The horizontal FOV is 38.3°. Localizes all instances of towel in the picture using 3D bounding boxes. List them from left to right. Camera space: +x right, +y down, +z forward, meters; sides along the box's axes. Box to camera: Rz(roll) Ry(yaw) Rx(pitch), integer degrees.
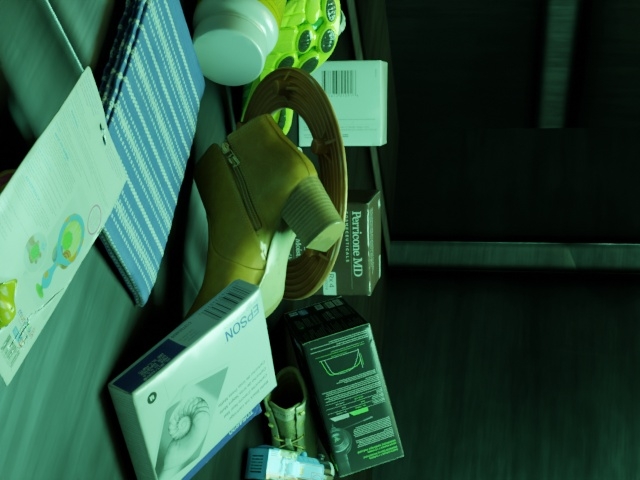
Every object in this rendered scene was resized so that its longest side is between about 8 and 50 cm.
[{"bbox_3d":[-0.201,-0.128,1.044,0.243,0.040,0.336,77,19,-58],"label":"towel"}]

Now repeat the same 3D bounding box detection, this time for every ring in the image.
[{"bbox_3d":[-0.059,-0.080,1.324,0.336,0.032,0.336,13,-75,60],"label":"ring"}]

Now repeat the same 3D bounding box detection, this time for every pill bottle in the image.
[{"bbox_3d":[-0.110,-0.319,1.267,0.119,0.119,0.208,78,16,-51],"label":"pill bottle"}]

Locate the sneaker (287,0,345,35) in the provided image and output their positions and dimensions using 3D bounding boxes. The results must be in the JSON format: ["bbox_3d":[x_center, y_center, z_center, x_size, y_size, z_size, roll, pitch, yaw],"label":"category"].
[{"bbox_3d":[-0.018,-0.444,1.837,0.275,0.107,0.110,-74,152,-56],"label":"sneaker"}]

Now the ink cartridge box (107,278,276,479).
[{"bbox_3d":[-0.138,0.195,1.099,0.223,0.045,0.224,-41,137,-40],"label":"ink cartridge box"}]

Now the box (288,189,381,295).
[{"bbox_3d":[0.000,0.000,1.662,0.167,0.203,0.168,-45,135,-75],"label":"box"}]

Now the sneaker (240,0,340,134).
[{"bbox_3d":[-0.064,-0.284,1.432,0.295,0.109,0.123,124,-35,-44],"label":"sneaker"}]

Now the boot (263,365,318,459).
[{"bbox_3d":[-0.056,0.383,1.678,0.262,0.095,0.203,-80,167,-49],"label":"boot"}]

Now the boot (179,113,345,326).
[{"bbox_3d":[-0.121,-0.009,1.217,0.211,0.295,0.104,53,13,26],"label":"boot"}]

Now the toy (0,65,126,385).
[{"bbox_3d":[-0.239,-0.018,0.754,0.137,0.056,0.237,84,16,-49],"label":"toy"}]

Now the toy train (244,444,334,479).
[{"bbox_3d":[-0.046,0.411,1.570,0.184,0.080,0.105,19,71,-34],"label":"toy train"}]

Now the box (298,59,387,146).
[{"bbox_3d":[0.049,-0.292,1.971,0.119,0.181,0.182,-39,129,-76],"label":"box"}]

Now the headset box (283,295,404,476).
[{"bbox_3d":[0.042,0.278,1.749,0.246,0.131,0.283,-140,-147,-76],"label":"headset box"}]

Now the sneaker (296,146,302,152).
[{"bbox_3d":[-0.063,-0.148,1.737,0.134,0.051,0.070,34,55,-82],"label":"sneaker"}]
